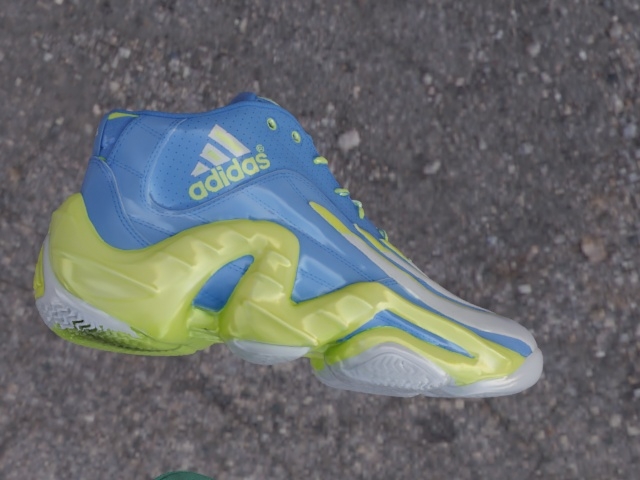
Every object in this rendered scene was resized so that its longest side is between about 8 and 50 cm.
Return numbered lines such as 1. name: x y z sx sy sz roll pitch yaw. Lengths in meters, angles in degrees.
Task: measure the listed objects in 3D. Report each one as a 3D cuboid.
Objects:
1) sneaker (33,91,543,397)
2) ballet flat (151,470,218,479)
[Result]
1. sneaker: 0.000 0.000 0.494 0.240 0.126 0.091 12 168 -23
2. ballet flat: -0.041 0.134 0.373 0.073 0.206 0.067 18 89 -9
